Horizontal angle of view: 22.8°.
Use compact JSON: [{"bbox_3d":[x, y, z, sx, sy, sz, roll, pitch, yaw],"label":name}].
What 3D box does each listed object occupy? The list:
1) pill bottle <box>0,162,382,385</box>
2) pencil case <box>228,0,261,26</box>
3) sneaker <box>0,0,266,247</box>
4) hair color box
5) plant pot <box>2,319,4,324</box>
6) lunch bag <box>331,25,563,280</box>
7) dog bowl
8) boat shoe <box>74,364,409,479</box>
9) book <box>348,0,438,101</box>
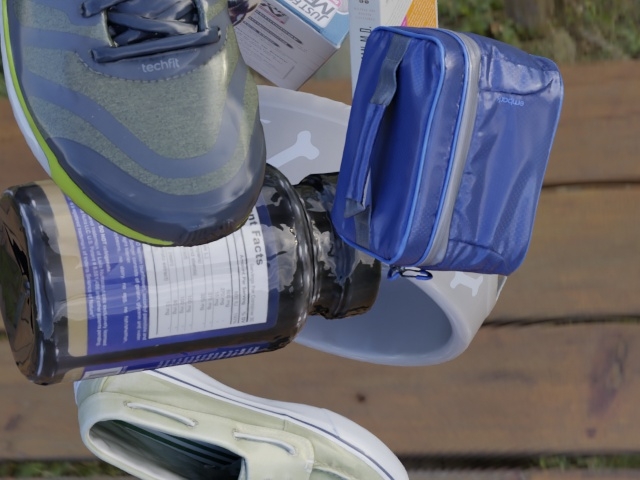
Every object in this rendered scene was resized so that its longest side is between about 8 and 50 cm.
[{"bbox_3d":[-0.080,0.015,0.971,0.219,0.123,0.123,-7,69,-22],"label":"pill bottle"},{"bbox_3d":[-0.189,-0.213,1.107,0.160,0.410,0.184,34,115,23],"label":"pencil case"},{"bbox_3d":[-0.093,-0.141,0.680,0.111,0.121,0.300,-16,80,-18],"label":"sneaker"},{"bbox_3d":[-0.048,-0.245,1.491,0.174,0.347,0.105,35,85,-6],"label":"hair color box"},{"bbox_3d":[-0.251,0.038,1.441,0.083,0.079,0.083,1,43,-1],"label":"plant pot"},{"bbox_3d":[0.042,-0.031,0.602,0.065,0.067,0.098,8,98,-26],"label":"lunch bag"},{"bbox_3d":[0.000,0.000,1.394,0.348,0.349,0.102,15,68,14],"label":"dog bowl"},{"bbox_3d":[-0.064,0.181,1.277,0.302,0.109,0.094,23,34,-16],"label":"boat shoe"},{"bbox_3d":[0.040,-0.113,0.889,0.035,0.144,0.096,10,47,14],"label":"book"}]
